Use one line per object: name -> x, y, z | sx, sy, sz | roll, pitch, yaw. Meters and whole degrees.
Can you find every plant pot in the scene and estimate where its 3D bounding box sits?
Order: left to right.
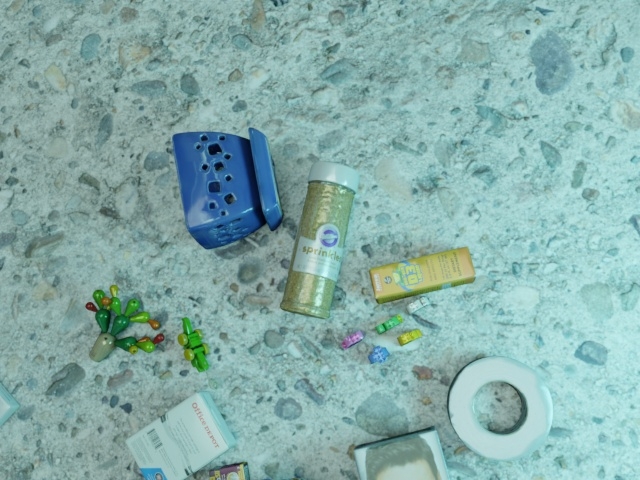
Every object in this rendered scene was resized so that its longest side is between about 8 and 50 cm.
plant pot -> -0.206, -0.125, 1.485 | 0.211, 0.236, 0.236 | -11, 78, -1

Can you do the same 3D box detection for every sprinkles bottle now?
sprinkles bottle -> 0.000, 0.000, 1.481 | 0.121, 0.121, 0.356 | 11, 81, 10

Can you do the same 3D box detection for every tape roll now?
tape roll -> 0.387, 0.362, 1.377 | 0.219, 0.072, 0.219 | -1, 79, 7

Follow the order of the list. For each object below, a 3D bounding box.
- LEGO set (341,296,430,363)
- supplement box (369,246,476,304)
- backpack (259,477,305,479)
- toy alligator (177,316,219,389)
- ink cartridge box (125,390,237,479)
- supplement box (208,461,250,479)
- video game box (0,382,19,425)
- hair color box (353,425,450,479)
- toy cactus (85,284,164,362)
LEGO set -> 0.161, 0.213, 1.428 | 0.227, 0.093, 0.087 | -29, 76, 2
supplement box -> 0.232, 0.081, 1.452 | 0.233, 0.080, 0.078 | -15, 75, 8
backpack -> -0.069, 0.626, 1.297 | 0.263, 0.213, 0.277 | 27, 91, 51
toy alligator -> -0.297, 0.275, 1.509 | 0.051, 0.056, 0.190 | -38, 73, 43
ink cartridge box -> -0.317, 0.462, 1.454 | 0.203, 0.086, 0.148 | -33, 77, 0
supplement box -> -0.206, 0.541, 1.444 | 0.083, 0.043, 0.055 | -13, 79, 6
video game box -> -0.879, 0.419, 1.567 | 0.187, 0.048, 0.205 | 43, 87, 12
hair color box -> 0.207, 0.604, 1.335 | 0.185, 0.113, 0.375 | -16, 76, 5
toy cactus -> -0.496, 0.220, 1.530 | 0.219, 0.112, 0.181 | 38, 96, 5
